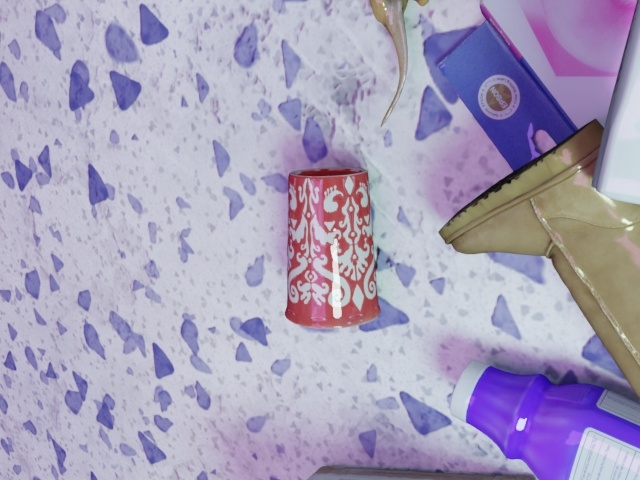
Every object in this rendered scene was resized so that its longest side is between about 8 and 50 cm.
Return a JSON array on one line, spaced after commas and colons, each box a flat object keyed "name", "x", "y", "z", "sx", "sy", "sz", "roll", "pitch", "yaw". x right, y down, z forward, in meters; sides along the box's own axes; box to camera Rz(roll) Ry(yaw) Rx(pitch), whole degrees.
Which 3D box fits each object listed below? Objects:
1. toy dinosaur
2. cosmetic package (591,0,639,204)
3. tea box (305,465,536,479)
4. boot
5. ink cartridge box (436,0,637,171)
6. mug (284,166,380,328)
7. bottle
[{"name": "toy dinosaur", "x": 0.074, "y": -0.240, "z": 0.688, "sx": 0.112, "sy": 0.064, "sz": 0.212, "roll": -36, "pitch": 72, "yaw": 58}, {"name": "cosmetic package", "x": 0.368, "y": -0.091, "z": 0.353, "sx": 0.384, "sy": 0.156, "sz": 0.218, "roll": 15, "pitch": 101, "yaw": 20}, {"name": "tea box", "x": 0.107, "y": 0.467, "z": 0.787, "sx": 0.328, "sy": 0.220, "sz": 0.324, "roll": -12, "pitch": 99, "yaw": 39}, {"name": "boot", "x": 0.242, "y": 0.055, "z": 0.597, "sx": 0.270, "sy": 0.089, "sz": 0.236, "roll": 55, "pitch": 159, "yaw": 3}, {"name": "ink cartridge box", "x": 0.288, "y": -0.124, "z": 0.547, "sx": 0.330, "sy": 0.071, "sz": 0.324, "roll": -41, "pitch": 80, "yaw": 37}, {"name": "mug", "x": -0.004, "y": 0.002, "z": 0.788, "sx": 0.150, "sy": 0.113, "sz": 0.170, "roll": 7, "pitch": 106, "yaw": 34}, {"name": "bottle", "x": 0.267, "y": 0.203, "z": 0.656, "sx": 0.282, "sy": 0.092, "sz": 0.118, "roll": 21, "pitch": 123, "yaw": 31}]
